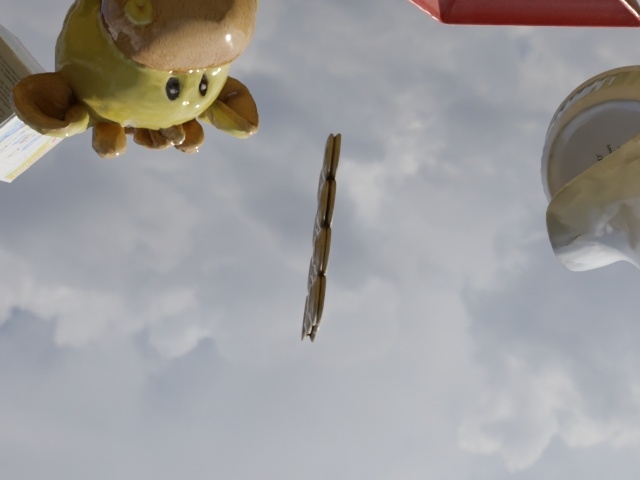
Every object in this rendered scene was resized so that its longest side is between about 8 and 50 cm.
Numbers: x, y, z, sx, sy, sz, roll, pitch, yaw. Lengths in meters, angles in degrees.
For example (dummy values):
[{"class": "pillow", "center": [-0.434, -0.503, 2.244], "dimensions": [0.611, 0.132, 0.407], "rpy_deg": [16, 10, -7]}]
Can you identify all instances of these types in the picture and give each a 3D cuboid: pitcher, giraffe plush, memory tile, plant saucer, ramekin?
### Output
[{"class": "pitcher", "center": [0.272, -0.020, 0.679], "dimensions": [0.178, 0.125, 0.207], "rpy_deg": [-48, -144, -8]}, {"class": "giraffe plush", "center": [-0.093, -0.132, 0.518], "dimensions": [0.181, 0.210, 0.170], "rpy_deg": [-11, -104, -14]}, {"class": "memory tile", "center": [0.000, 0.000, 0.836], "dimensions": [0.012, 0.113, 0.148], "rpy_deg": [6, -104, -2]}, {"class": "plant saucer", "center": [0.173, -0.284, 1.110], "dimensions": [0.259, 0.047, 0.258], "rpy_deg": [9, 174, 38]}, {"class": "ramekin", "center": [0.434, -0.105, 1.513], "dimensions": [0.273, 0.273, 0.127], "rpy_deg": [25, -155, 18]}]

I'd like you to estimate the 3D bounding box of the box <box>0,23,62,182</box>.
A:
[{"class": "box", "center": [-0.305, -0.132, 0.996], "dimensions": [0.114, 0.103, 0.203], "rpy_deg": [50, 178, 0]}]
